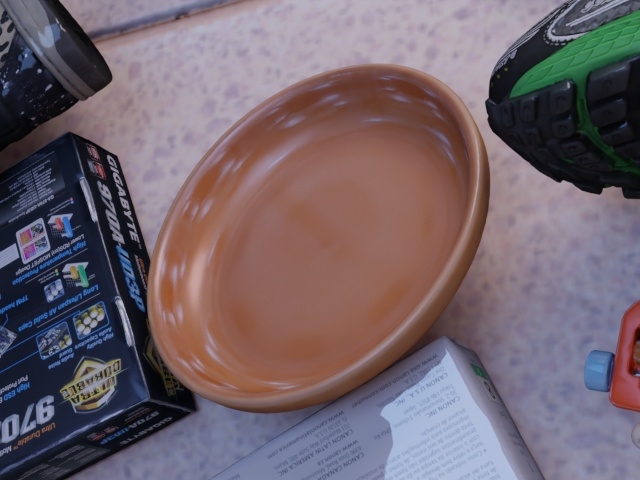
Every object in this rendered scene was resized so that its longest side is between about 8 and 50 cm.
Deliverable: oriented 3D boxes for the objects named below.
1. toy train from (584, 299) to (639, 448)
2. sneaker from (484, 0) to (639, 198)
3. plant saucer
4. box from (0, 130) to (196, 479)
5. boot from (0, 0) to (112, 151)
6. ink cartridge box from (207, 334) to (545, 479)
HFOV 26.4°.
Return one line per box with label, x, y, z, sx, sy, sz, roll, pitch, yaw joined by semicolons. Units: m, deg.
toy train;0.206;0.036;0.605;0.166;0.046;0.125;3;83;27
sneaker;0.224;-0.140;0.612;0.343;0.134;0.146;-31;57;6
plant saucer;0.000;0.000;0.696;0.200;0.037;0.200;-21;48;26
box;-0.195;0.064;0.794;0.220;0.051;0.175;-29;63;16
boot;-0.244;-0.107;0.824;0.178;0.085;0.236;-44;49;0
ink cartridge box;0.041;0.185;0.643;0.181;0.056;0.225;-33;68;15
